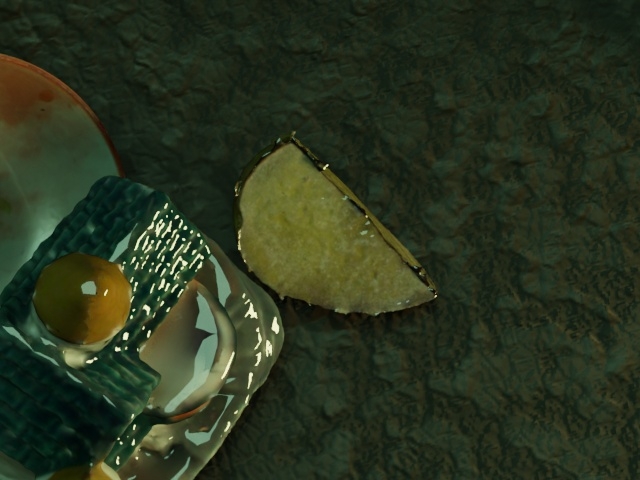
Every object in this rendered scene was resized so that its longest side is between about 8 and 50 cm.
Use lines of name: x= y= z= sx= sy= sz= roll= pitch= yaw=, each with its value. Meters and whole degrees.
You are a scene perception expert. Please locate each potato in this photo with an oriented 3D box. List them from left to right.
potato: x=0.000 y=0.000 z=1.497 sx=0.172 sy=0.089 sz=0.100 roll=43 pitch=96 yaw=-12

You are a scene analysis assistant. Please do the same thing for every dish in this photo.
dish: x=-0.279 y=-0.013 z=1.477 sx=0.260 sy=0.085 sz=0.260 roll=-1 pitch=92 yaw=-31

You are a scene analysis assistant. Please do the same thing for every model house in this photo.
model house: x=-0.140 y=0.086 z=1.332 sx=0.190 sy=0.301 sz=0.271 roll=38 pitch=74 yaw=0
